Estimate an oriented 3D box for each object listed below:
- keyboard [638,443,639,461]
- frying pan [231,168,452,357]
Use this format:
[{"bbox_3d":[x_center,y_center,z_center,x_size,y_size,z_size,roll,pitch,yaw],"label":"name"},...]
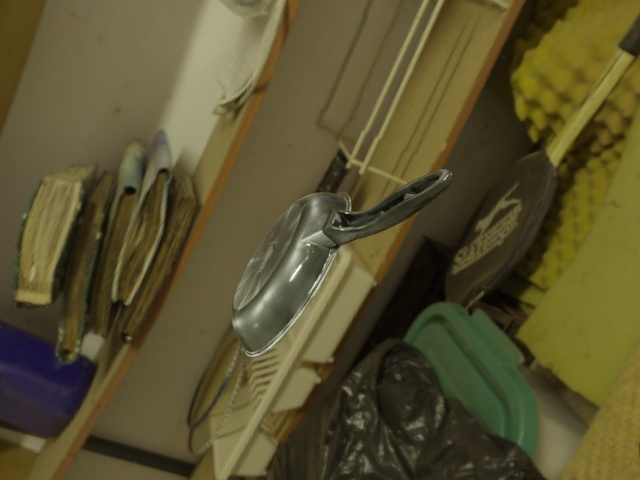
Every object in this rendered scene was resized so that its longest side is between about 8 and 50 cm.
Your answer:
[{"bbox_3d":[0.496,0.358,0.876,0.108,0.023,0.180,-3,41,24],"label":"keyboard"},{"bbox_3d":[-0.015,0.026,0.614,0.197,0.053,0.326,-61,15,-11],"label":"frying pan"}]
